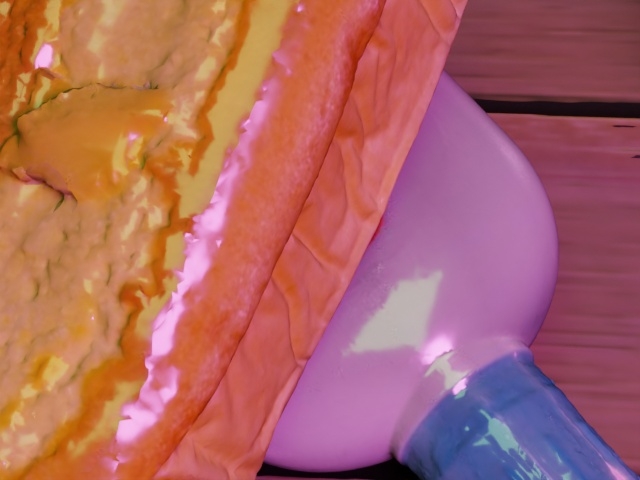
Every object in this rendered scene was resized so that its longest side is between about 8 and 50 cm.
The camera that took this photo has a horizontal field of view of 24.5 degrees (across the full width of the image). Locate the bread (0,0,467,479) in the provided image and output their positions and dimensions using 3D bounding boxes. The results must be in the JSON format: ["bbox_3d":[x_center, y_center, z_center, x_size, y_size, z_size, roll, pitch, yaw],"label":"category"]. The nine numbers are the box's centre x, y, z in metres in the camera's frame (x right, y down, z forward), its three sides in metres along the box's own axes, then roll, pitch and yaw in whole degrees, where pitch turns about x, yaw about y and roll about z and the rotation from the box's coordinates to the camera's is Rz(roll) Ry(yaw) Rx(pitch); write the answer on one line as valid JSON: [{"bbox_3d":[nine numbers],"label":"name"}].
[{"bbox_3d":[-0.061,-0.030,0.486,0.153,0.119,0.288,19,78,27],"label":"bread"}]

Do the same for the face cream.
[{"bbox_3d":[0.000,0.000,0.566,0.163,0.080,0.336,-37,64,-7],"label":"face cream"}]
